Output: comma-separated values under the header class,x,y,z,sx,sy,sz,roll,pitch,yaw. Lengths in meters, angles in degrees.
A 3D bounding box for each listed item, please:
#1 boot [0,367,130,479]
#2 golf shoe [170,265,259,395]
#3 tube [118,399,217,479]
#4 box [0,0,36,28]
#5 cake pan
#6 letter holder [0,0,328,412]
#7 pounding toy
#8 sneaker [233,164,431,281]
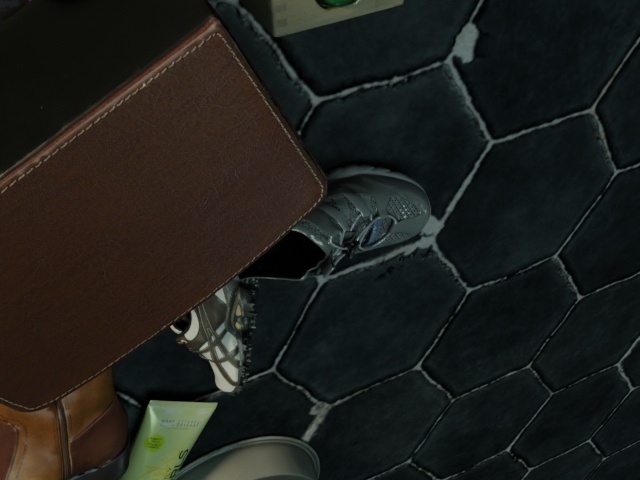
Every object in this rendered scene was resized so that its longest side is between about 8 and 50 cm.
class,x,y,z,sx,sy,sz,roll,pitch,yaw
boot,-0.315,0.179,0.779,0.264,0.096,0.280,-15,133,-22
golf shoe,-0.117,0.096,0.866,0.094,0.077,0.198,4,134,-5
tube,-0.214,0.288,0.975,0.240,0.062,0.070,-61,173,19
box,-0.269,-0.131,0.577,0.162,0.029,0.116,-10,133,-29
cake pan,-0.123,0.397,1.135,0.293,0.054,0.293,-18,135,-19
letter holder,-0.173,-0.038,0.596,0.302,0.152,0.214,-37,142,1
pounding toy,0.006,-0.226,0.589,0.130,0.141,0.100,-20,135,-18
sneaker,0.000,0.000,0.809,0.281,0.115,0.105,-10,132,-27
